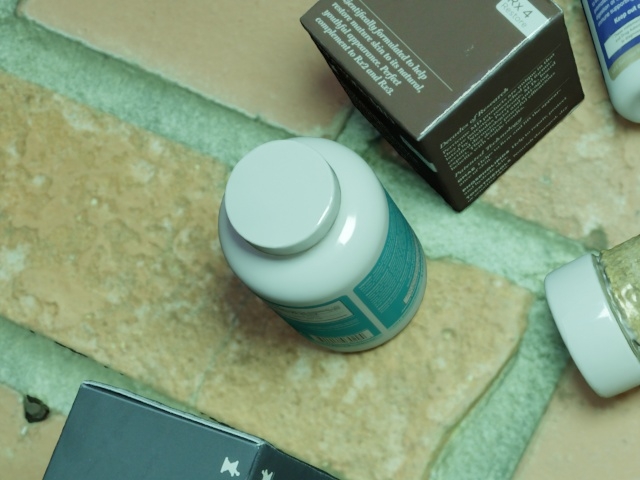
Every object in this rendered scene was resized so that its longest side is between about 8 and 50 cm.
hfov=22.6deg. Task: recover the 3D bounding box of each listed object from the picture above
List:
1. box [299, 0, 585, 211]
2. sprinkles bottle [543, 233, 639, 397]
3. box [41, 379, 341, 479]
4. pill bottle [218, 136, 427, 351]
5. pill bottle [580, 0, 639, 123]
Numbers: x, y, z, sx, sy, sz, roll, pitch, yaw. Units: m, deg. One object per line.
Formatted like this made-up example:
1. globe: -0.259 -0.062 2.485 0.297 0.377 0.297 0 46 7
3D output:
1. box: 0.115 -0.162 1.446 0.167 0.203 0.168 -42 67 0
2. sprinkles bottle: 0.368 0.007 1.341 0.355 0.121 0.121 -27 68 15
3. box: -0.106 0.326 1.281 0.179 0.312 0.343 14 77 29
4. pill bottle: 0.000 0.000 1.392 0.146 0.264 0.146 -4 72 13
5. pill bottle: 0.304 -0.252 1.449 0.153 0.153 0.265 -16 70 10
